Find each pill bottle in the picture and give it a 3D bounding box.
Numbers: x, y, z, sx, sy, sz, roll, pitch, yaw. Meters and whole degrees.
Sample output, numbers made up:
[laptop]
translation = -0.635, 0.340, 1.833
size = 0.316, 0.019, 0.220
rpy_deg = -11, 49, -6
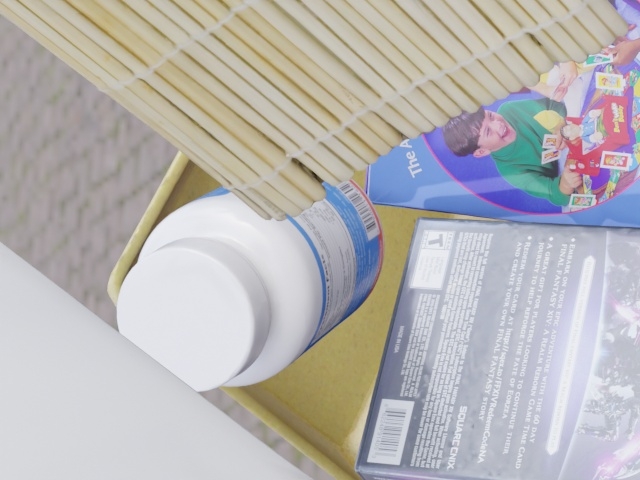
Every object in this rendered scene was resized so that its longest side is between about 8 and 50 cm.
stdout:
[pill bottle]
translation = -0.047, 0.024, 1.222
size = 0.221, 0.124, 0.124
rpy_deg = -32, -42, -66

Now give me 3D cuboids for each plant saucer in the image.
[plant saucer]
translation = 0.000, 0.000, 1.482
size = 0.081, 0.333, 0.333
rpy_deg = -6, 50, 51

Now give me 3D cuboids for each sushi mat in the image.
[sushi mat]
translation = -0.050, -0.109, 0.546
size = 0.151, 0.316, 0.019
rpy_deg = -30, 46, 24

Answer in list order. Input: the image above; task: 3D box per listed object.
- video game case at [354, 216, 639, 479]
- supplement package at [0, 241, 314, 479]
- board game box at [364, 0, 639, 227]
[video game case]
translation = 0.172, 0.079, 1.235
size = 0.274, 0.026, 0.196
rpy_deg = 3, 62, 24
[supplement package]
translation = -0.173, 0.099, 0.648
size = 0.262, 0.204, 0.145
rpy_deg = 36, 124, 22
[board game box]
translation = 0.160, -0.184, 1.291
size = 0.078, 0.233, 0.347
rpy_deg = -55, -29, -65
